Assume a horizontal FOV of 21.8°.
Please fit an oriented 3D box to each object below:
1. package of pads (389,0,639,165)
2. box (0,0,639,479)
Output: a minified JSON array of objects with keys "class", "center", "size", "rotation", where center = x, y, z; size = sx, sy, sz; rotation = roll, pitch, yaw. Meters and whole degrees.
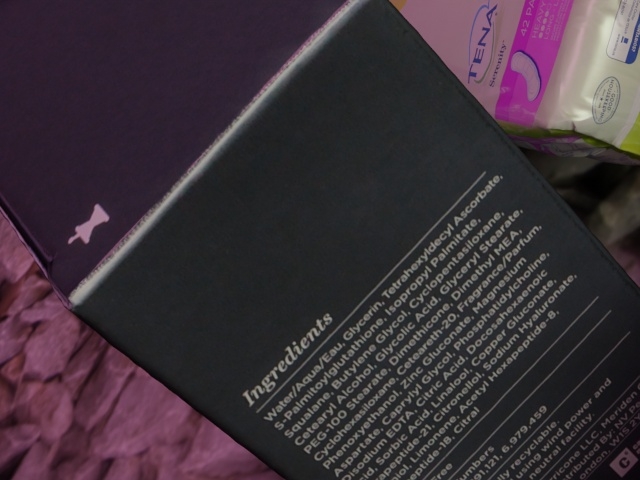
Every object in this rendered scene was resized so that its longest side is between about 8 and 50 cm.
[{"class":"package of pads","center":[0.143,-0.175,1.102],"size":[0.296,0.101,0.229],"rotation":[24,99,61]},{"class":"box","center":[0.000,0.000,0.979],"size":[0.212,0.395,0.293],"rotation":[-47,39,1]}]
